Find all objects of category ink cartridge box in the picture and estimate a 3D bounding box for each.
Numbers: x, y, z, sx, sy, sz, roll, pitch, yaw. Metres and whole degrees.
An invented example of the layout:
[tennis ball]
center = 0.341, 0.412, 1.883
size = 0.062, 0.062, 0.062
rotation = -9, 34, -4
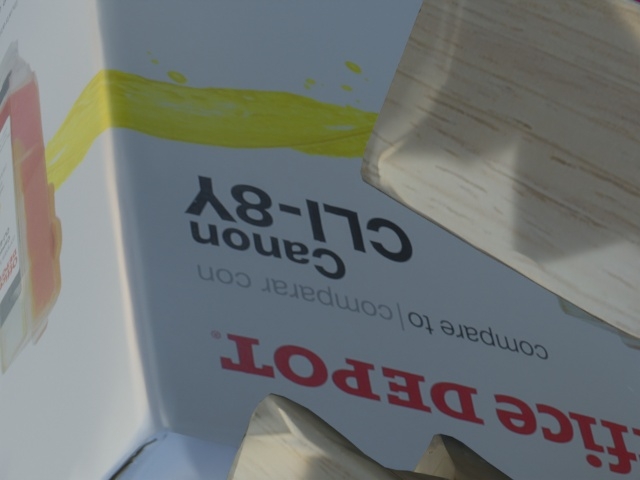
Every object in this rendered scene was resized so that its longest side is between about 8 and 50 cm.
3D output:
[ink cartridge box]
center = 0.000, 0.000, 0.784
size = 0.160, 0.279, 0.385
rotation = -52, 35, 37

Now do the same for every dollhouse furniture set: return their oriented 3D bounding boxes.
[dollhouse furniture set]
center = 0.166, 0.172, 0.501
size = 0.256, 0.362, 0.394
rotation = 33, 102, 51

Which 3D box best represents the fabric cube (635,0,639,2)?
[fabric cube]
center = 0.317, -0.118, 1.288
size = 0.258, 0.254, 0.259
rotation = -20, 103, 4
